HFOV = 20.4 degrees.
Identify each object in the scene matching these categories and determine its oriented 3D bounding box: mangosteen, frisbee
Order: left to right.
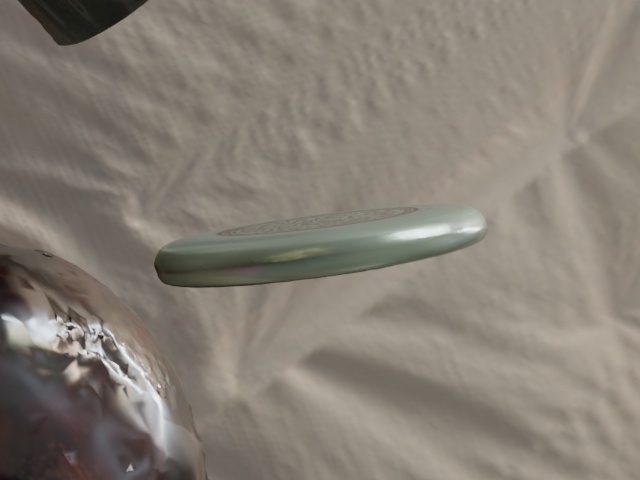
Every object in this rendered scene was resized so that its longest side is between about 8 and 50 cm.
[{"bbox_3d":[-0.290,0.185,1.238,0.381,0.421,0.380,-1,-90,-67],"label":"mangosteen"},{"bbox_3d":[0.000,0.000,0.583,0.110,0.110,0.014,-11,-85,-34],"label":"frisbee"}]

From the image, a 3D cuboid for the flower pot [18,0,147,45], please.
[{"bbox_3d":[-0.129,-0.242,1.224,0.229,0.103,0.108,-34,-59,16],"label":"flower pot"}]
